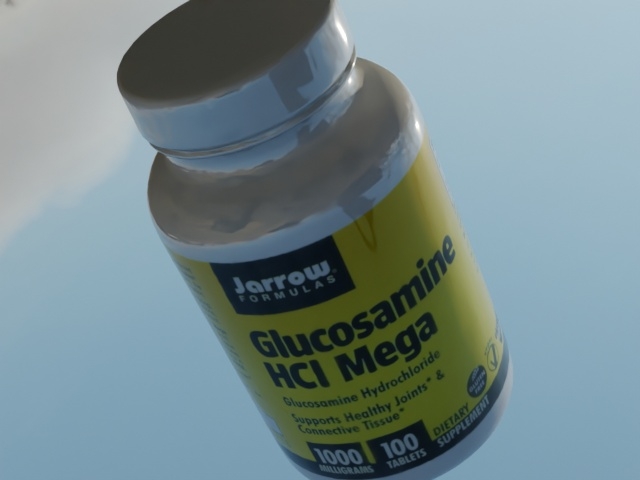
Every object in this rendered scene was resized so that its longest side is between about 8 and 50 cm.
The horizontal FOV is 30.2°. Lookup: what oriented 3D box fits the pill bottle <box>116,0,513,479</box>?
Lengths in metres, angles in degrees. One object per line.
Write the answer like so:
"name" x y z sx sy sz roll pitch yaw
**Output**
"pill bottle" 0.000 0.000 0.797 0.187 0.334 0.188 -17 -144 13
